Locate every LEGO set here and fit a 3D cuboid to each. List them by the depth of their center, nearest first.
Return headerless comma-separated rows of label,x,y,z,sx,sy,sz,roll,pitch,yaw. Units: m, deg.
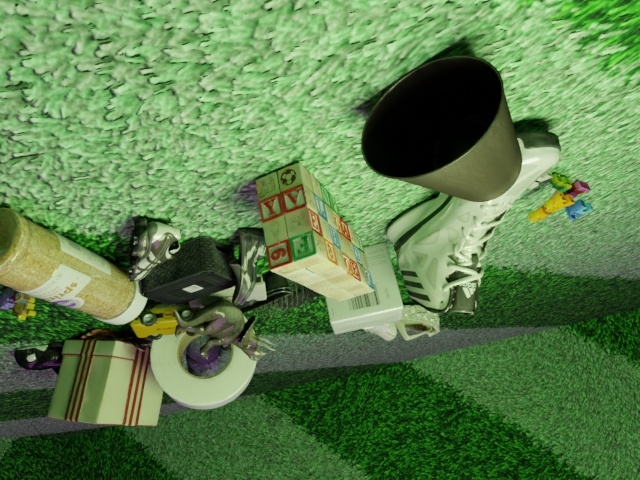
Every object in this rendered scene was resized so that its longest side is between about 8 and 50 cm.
LEGO set,0.505,-0.086,1.049,0.228,0.086,0.093,9,149,-36

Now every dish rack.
dish rack,-0.108,0.164,1.340,0.209,0.074,0.272,-24,154,27

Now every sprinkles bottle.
sprinkles bottle,-0.471,0.064,0.895,0.122,0.121,0.355,-15,155,8

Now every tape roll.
tape roll,-0.316,0.315,1.325,0.287,0.285,0.100,-6,155,-12

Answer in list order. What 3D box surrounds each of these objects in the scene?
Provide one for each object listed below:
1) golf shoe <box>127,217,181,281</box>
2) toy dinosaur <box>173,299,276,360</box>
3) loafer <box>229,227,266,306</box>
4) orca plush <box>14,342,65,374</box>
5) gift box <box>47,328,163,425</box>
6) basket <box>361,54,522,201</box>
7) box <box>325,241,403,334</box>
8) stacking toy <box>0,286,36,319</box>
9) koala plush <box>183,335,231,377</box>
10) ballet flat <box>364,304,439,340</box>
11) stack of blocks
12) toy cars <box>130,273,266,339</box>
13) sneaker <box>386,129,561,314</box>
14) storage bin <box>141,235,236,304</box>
golf shoe,-0.326,0.028,0.937,0.094,0.077,0.198,1,154,-28
toy dinosaur,-0.244,0.192,1.138,0.161,0.120,0.313,-26,139,2
loafer,-0.163,0.054,1.003,0.061,0.169,0.062,14,-176,-25
orca plush,-0.787,0.388,1.490,0.151,0.102,0.287,-25,153,27
gift box,-0.595,0.409,1.426,0.277,0.257,0.255,-5,158,22
basket,0.205,-0.142,0.718,0.205,0.154,0.227,-25,156,30
box,0.100,0.122,1.207,0.181,0.181,0.119,-13,154,1
stacking toy,-0.624,0.104,1.009,0.221,0.052,0.167,-20,157,14
koala plush,-0.359,0.344,1.513,0.197,0.203,0.221,-9,144,-7
ballet flat,0.282,0.297,1.741,0.410,0.146,0.147,4,152,-29
stack of blocks,0.000,0.000,0.905,0.087,0.171,0.297,-20,156,18
toy cars,-0.309,0.150,1.210,0.394,0.087,0.177,-29,142,26
sneaker,0.313,0.001,0.942,0.169,0.257,0.447,2,153,-27
storage bin,-0.284,0.069,1.038,0.180,0.084,0.122,-18,155,17
